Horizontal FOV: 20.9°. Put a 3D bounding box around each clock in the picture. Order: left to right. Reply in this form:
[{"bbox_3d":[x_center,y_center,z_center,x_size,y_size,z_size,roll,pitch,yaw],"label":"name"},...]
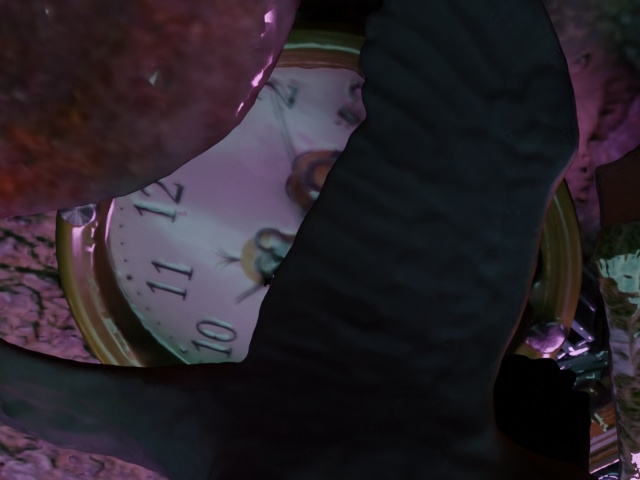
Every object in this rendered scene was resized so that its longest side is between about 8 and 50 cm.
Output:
[{"bbox_3d":[0.000,0.000,0.776,0.237,0.057,0.237,3,125,4],"label":"clock"}]

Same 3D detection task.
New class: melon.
[{"bbox_3d":[0.145,0.016,0.718,0.139,0.093,0.202,15,102,-51],"label":"melon"}]

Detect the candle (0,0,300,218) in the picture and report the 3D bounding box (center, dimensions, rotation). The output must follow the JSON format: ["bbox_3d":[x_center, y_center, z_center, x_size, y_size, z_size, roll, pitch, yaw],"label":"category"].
[{"bbox_3d":[-0.170,-0.107,0.541,0.317,0.131,0.287,29,133,-8],"label":"candle"}]

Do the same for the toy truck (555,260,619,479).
[{"bbox_3d":[0.159,0.050,0.825,0.178,0.080,0.115,-32,117,32],"label":"toy truck"}]

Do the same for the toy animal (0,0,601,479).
[{"bbox_3d":[-0.038,0.050,0.612,0.284,0.302,0.225,-6,126,4],"label":"toy animal"}]
